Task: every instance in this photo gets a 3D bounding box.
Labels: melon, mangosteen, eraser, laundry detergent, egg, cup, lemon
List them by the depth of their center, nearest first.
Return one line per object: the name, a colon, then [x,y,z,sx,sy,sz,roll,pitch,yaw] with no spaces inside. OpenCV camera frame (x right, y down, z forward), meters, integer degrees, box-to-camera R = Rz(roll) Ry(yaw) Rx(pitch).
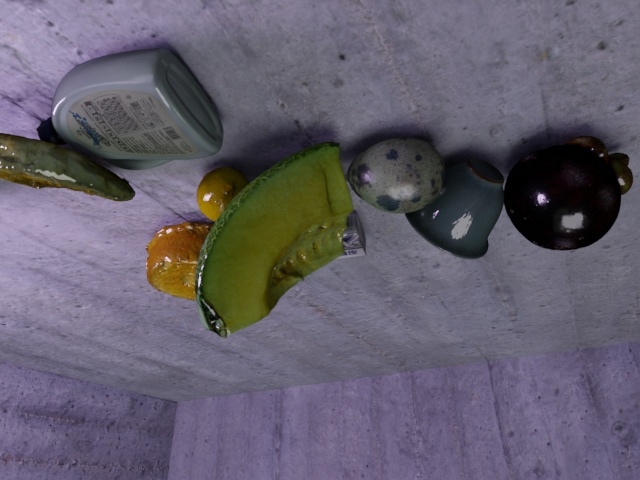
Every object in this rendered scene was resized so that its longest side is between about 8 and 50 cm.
laundry detergent: [-0.326,-0.191,0.754,0.281,0.105,0.215,-11,150,17]
egg: [0.141,-0.120,0.856,0.182,0.141,0.141,0,150,6]
melon: [-0.096,0.013,0.865,0.344,0.226,0.331,-27,162,-31]
mangosteen: [0.480,-0.098,0.870,0.250,0.211,0.211,-31,147,-1]
cup: [0.287,-0.083,0.916,0.199,0.199,0.149,11,130,-20]
lemon: [-0.195,-0.091,0.931,0.109,0.108,0.133,14,156,-24]
eraser: [0.000,0.000,1.134,0.211,0.067,0.124,-8,152,13]

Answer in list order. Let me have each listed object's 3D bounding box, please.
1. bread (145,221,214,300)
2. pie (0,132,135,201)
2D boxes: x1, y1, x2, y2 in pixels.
bread: [-0.302,0.052,1.143,0.269,0.145,0.268,-2,147,-1]
pie: [-0.463,-0.128,0.794,0.278,0.078,0.277,10,177,0]
